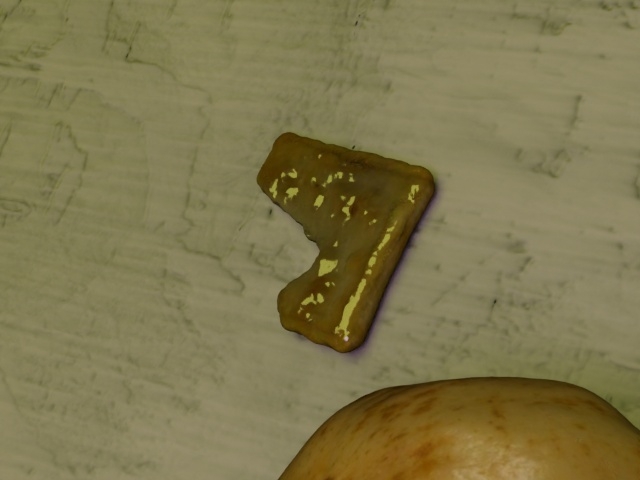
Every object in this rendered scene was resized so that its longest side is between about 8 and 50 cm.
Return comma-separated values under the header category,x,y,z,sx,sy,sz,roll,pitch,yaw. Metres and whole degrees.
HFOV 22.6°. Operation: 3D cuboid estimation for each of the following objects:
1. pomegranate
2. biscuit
category,x,y,z,sx,sy,sz,roll,pitch,yaw
pomegranate,0.125,0.248,1.050,0.342,0.342,0.342,-12,62,25
biscuit,0.000,0.000,1.397,0.174,0.039,0.183,14,74,33
